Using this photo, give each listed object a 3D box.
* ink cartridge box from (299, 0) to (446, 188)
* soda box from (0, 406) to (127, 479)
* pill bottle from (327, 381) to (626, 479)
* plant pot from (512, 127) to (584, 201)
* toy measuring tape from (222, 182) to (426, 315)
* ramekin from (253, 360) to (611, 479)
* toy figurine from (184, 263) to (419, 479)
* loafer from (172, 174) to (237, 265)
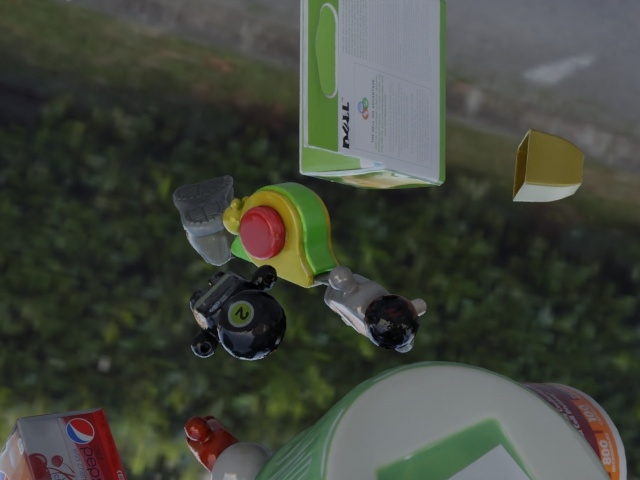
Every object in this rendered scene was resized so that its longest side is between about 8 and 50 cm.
[{"bbox_3d":[0.019,-0.156,1.442,0.097,0.188,0.255,-3,173,32],"label":"ink cartridge box"},{"bbox_3d":[-0.257,0.255,1.394,0.083,0.092,0.263,-5,148,-31],"label":"soda box"},{"bbox_3d":[0.177,0.277,1.851,0.224,0.224,0.392,8,-179,41],"label":"pill bottle"},{"bbox_3d":[0.315,-0.098,2.122,0.083,0.081,0.081,7,163,-3],"label":"plant pot"},{"bbox_3d":[0.000,0.000,1.964,0.330,0.121,0.121,21,180,37],"label":"toy measuring tape"},{"bbox_3d":[0.096,0.243,1.220,0.303,0.303,0.148,15,141,-16],"label":"ramekin"},{"bbox_3d":[-0.013,0.128,1.370,0.210,0.213,0.148,1,-173,-19],"label":"toy figurine"},{"bbox_3d":[-0.163,-0.028,2.268,0.094,0.087,0.251,-13,-162,3],"label":"loafer"}]
